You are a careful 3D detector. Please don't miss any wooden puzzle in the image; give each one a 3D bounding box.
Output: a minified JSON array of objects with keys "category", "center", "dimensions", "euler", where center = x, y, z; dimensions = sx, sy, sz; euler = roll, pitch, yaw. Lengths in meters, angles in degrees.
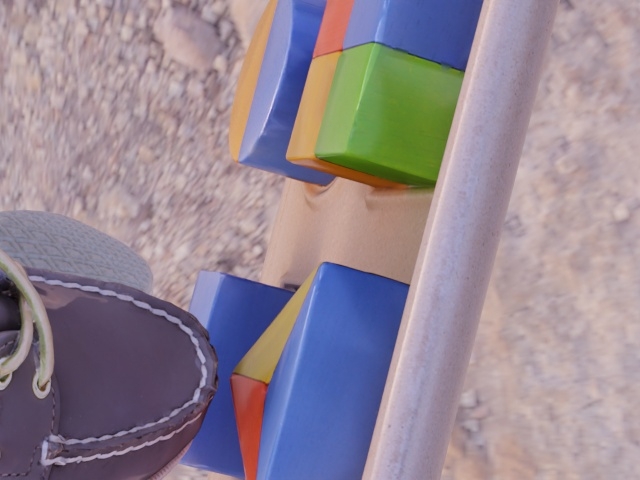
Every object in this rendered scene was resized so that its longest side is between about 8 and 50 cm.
[{"category":"wooden puzzle","center":[0.000,0.000,0.813],"dimensions":[0.080,0.348,0.322],"euler":[15,86,-12]}]

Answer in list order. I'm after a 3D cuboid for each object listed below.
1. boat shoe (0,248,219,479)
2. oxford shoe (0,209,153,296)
[{"category":"boat shoe","center":[-0.159,0.048,0.657],"dimensions":[0.324,0.097,0.117],"euler":[3,53,-41]},{"category":"oxford shoe","center":[-0.257,0.090,1.397],"dimensions":[0.169,0.449,0.130],"euler":[24,113,3]}]
